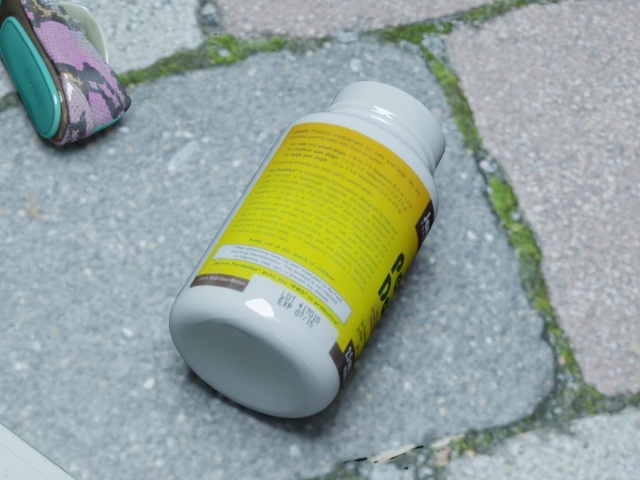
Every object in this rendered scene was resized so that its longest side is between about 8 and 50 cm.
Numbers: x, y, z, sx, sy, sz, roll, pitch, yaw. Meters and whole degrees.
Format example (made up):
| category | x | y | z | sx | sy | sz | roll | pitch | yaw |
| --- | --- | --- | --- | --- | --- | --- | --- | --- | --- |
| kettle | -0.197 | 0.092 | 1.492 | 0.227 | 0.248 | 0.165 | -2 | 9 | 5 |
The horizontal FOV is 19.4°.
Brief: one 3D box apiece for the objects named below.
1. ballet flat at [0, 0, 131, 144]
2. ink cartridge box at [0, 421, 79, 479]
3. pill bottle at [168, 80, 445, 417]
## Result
| category | x | y | z | sx | sy | sz | roll | pitch | yaw |
| --- | --- | --- | --- | --- | --- | --- | --- | --- | --- |
| ballet flat | -0.204 | -0.162 | 1.321 | 0.079 | 0.077 | 0.221 | -18 | 65 | -38 |
| ink cartridge box | -0.191 | 0.226 | 1.064 | 0.255 | 0.097 | 0.189 | 41 | 56 | -21 |
| pill bottle | 0.000 | 0.000 | 1.206 | 0.117 | 0.117 | 0.215 | 25 | 59 | 10 |
